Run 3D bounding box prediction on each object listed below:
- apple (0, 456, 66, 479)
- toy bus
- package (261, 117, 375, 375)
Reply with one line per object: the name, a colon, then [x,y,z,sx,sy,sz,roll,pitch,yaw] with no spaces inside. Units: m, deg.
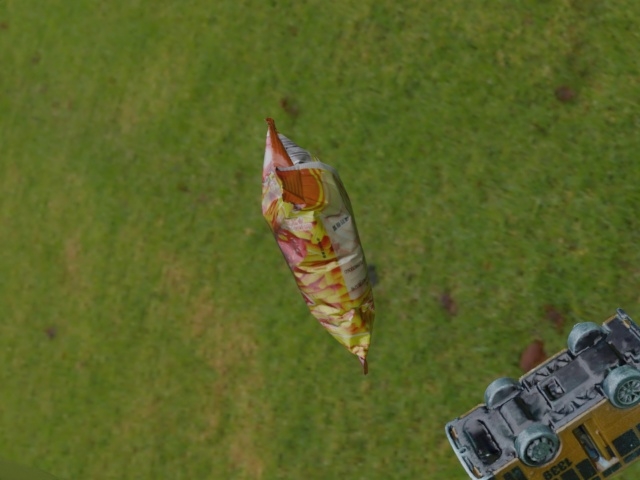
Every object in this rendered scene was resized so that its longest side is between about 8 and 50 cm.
apple: [-0.114,0.222,0.298,0.357,0.357,0.357,-18,65,44]
toy bus: [0.206,0.152,1.009,0.182,0.103,0.091,-34,31,3]
package: [0.002,0.004,1.538,0.108,0.288,0.223,-23,33,0]
